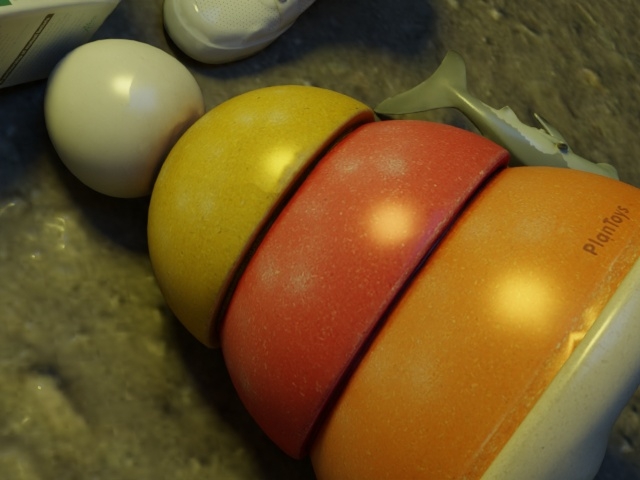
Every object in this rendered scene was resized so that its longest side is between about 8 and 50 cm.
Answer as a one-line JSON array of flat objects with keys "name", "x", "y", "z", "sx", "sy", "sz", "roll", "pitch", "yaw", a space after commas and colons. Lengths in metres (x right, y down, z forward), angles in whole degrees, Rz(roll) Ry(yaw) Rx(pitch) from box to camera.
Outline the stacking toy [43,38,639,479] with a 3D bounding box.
[{"name": "stacking toy", "x": 0.000, "y": 0.000, "z": 0.802, "sx": 0.480, "sy": 0.350, "sz": 0.350, "roll": 36, "pitch": 48, "yaw": 12}]

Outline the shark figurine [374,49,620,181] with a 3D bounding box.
[{"name": "shark figurine", "x": 0.194, "y": -0.059, "z": 1.048, "sx": 0.278, "sy": 0.116, "sz": 0.166, "roll": 27, "pitch": 19, "yaw": -28}]

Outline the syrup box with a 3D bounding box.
[{"name": "syrup box", "x": -0.257, "y": -0.162, "z": 0.762, "sx": 0.093, "sy": 0.096, "sz": 0.237, "roll": 51, "pitch": 29, "yaw": 4}]

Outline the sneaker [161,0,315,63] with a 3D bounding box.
[{"name": "sneaker", "x": -0.010, "y": -0.274, "z": 0.984, "sx": 0.108, "sy": 0.169, "sz": 0.292, "roll": 50, "pitch": 51, "yaw": -2}]
